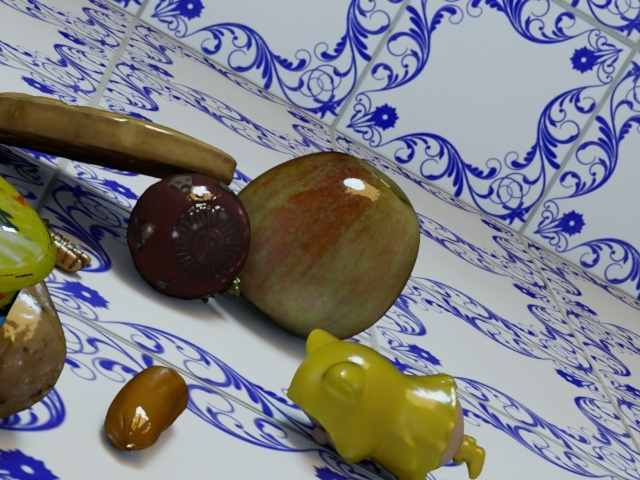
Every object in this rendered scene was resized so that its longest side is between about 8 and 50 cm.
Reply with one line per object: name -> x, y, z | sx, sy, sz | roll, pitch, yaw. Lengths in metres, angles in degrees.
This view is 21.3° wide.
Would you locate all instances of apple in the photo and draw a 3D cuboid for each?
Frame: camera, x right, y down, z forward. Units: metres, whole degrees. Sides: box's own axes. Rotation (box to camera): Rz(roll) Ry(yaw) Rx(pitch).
apple -> 0.000, 0.000, 2.204 | 0.257, 0.234, 0.257 | 35, 12, -9

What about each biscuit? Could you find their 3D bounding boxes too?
biscuit -> -0.282, -0.132, 2.161 | 0.351, 0.057, 0.312 | 12, -5, 9

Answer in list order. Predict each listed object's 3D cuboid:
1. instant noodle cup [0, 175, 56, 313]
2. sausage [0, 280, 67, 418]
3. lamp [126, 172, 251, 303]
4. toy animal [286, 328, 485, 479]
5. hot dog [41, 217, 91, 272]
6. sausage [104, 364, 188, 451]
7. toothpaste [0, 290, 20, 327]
instant noodle cup -> -0.374, 0.042, 1.123 | 0.326, 0.254, 0.325 | 29, 13, -7
sausage -> -0.338, 0.012, 1.625 | 0.136, 0.123, 0.501 | 54, -2, -30
lamp -> -0.167, -0.006, 2.077 | 0.156, 0.157, 0.135 | 5, 6, -32
toy animal -> 0.078, 0.191, 1.882 | 0.230, 0.156, 0.156 | 31, 12, -18
hot dog -> -0.316, -0.002, 1.951 | 0.122, 0.037, 0.049 | 31, 15, 7
sausage -> -0.167, 0.158, 1.630 | 0.062, 0.054, 0.183 | 4, 11, 10
toothpaste -> -0.281, 0.083, 1.324 | 0.045, 0.193, 0.071 | 36, 13, 17
